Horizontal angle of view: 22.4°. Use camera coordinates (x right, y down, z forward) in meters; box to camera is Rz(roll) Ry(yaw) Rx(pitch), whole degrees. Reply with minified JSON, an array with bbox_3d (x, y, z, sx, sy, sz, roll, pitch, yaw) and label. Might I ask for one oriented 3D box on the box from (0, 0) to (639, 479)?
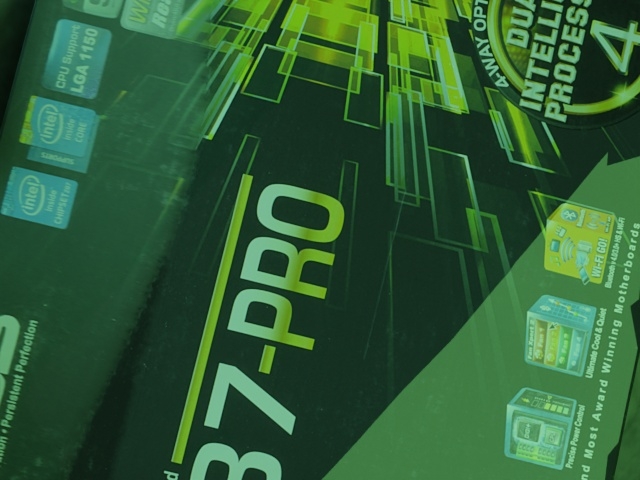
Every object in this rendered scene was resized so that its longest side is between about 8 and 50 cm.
[{"bbox_3d":[0.000,0.000,0.783,0.318,0.097,0.395,15,81,-3],"label":"box"}]
